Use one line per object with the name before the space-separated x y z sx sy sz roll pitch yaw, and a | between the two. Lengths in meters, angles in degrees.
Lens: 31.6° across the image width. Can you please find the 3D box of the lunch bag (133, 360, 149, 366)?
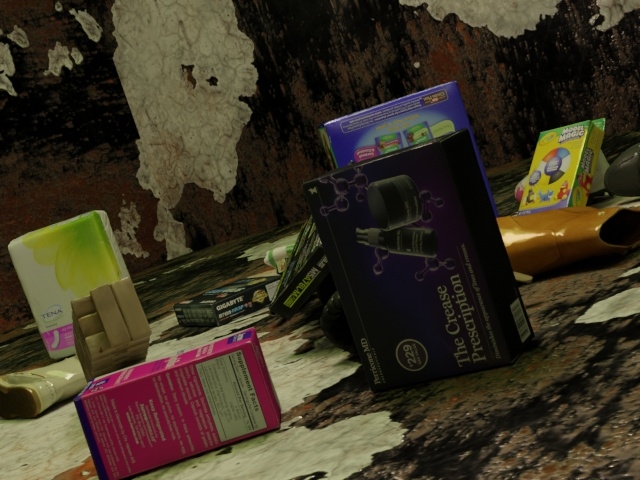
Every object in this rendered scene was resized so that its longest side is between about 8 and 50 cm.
lunch bag | -0.273 0.221 1.666 0.065 0.067 0.098 -19 2 -6

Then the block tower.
block tower | -0.320 0.159 1.717 0.091 0.097 0.335 -19 -17 -17

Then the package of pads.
package of pads | -0.550 0.102 2.544 0.229 0.297 0.101 -18 6 11

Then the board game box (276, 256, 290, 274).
board game box | 0.054 0.052 1.929 0.136 0.030 0.259 -17 -19 30

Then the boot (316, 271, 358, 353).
boot | 0.066 0.078 1.644 0.348 0.131 0.260 122 170 -46

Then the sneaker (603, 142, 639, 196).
sneaker | 0.622 -0.131 2.006 0.267 0.101 0.106 -15 9 36

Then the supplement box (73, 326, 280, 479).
supplement box | -0.166 0.195 1.349 0.220 0.114 0.111 -17 5 -1

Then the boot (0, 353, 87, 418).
boot | -0.493 0.254 2.022 0.165 0.077 0.213 -24 13 -39

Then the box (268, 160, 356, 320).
box | 0.000 0.000 1.701 0.184 0.045 0.191 -55 10 46

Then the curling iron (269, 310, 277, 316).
curling iron | -0.062 0.118 2.148 0.068 0.035 0.274 -22 4 9

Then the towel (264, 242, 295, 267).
towel | 0.090 0.024 1.957 0.324 0.038 0.248 -9 -15 18

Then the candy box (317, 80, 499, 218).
candy box | 0.171 -0.109 2.145 0.268 0.317 0.122 -18 4 -4

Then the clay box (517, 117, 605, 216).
clay box | 0.459 -0.138 2.144 0.053 0.222 0.127 31 -25 -30

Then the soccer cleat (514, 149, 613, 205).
soccer cleat | 0.497 -0.147 2.338 0.116 0.143 0.331 -20 6 -18

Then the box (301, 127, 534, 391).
box | 0.113 0.024 1.310 0.184 0.261 0.103 -16 6 30

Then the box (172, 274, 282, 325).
box | -0.191 0.128 2.385 0.175 0.051 0.220 -21 7 -28

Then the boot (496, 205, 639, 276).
boot | 0.325 0.003 1.650 0.295 0.104 0.211 -17 4 -31

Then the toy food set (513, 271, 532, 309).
toy food set | 0.196 0.077 1.449 0.132 0.039 0.192 15 20 17
